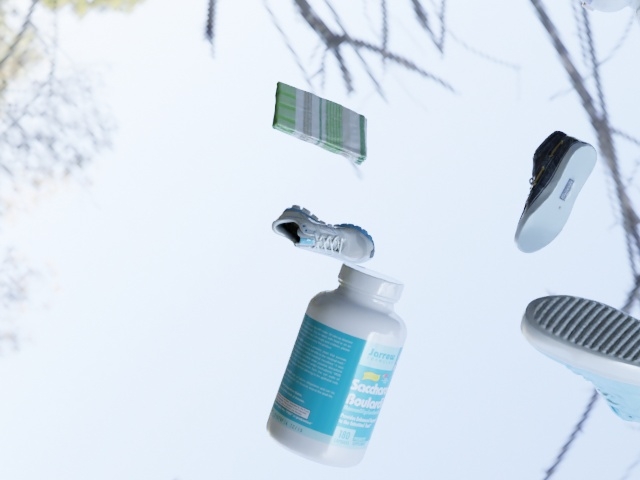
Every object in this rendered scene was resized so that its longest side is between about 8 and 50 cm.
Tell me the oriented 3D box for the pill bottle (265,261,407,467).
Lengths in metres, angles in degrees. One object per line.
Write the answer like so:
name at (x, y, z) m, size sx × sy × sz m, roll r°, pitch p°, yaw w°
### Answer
pill bottle at (0.030, 0.168, 1.746) m, size 0.146 × 0.146 × 0.264 m, roll 31°, pitch -77°, yaw 66°

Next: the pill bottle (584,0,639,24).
pill bottle at (0.358, -0.401, 1.616) m, size 0.169 × 0.301 × 0.169 m, roll -48°, pitch 174°, yaw -7°

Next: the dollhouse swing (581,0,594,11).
dollhouse swing at (0.474, -0.661, 2.407) m, size 0.315 × 0.305 × 0.347 m, roll -63°, pitch 179°, yaw 1°

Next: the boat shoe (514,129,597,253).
boat shoe at (0.330, -0.071, 1.846) m, size 0.183 × 0.065 × 0.083 m, roll -58°, pitch -149°, yaw 8°

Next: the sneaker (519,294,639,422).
sneaker at (0.431, 0.197, 1.792) m, size 0.135 × 0.366 × 0.150 m, roll -88°, pitch -159°, yaw -55°

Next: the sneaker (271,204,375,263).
sneaker at (0.000, 0.000, 2.165) m, size 0.190 × 0.071 × 0.083 m, roll 18°, pitch -158°, yaw 21°

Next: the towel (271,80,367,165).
towel at (-0.001, -0.175, 1.886) m, size 0.113 × 0.152 × 0.023 m, roll -88°, pitch -156°, yaw -48°
